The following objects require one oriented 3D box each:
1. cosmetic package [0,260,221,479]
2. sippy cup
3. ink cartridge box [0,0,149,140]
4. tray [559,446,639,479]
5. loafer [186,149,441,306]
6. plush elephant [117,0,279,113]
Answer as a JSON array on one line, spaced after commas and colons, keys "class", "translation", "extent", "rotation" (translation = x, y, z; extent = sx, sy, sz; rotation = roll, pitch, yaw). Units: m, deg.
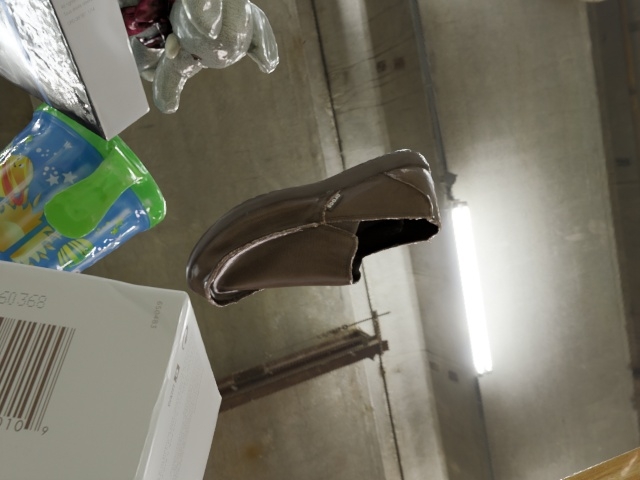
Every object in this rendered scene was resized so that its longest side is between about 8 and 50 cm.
[{"class": "cosmetic package", "translation": [-0.218, 0.164, 0.488], "extent": [0.217, 0.385, 0.156], "rotation": [9, -118, -1]}, {"class": "sippy cup", "translation": [-0.383, -0.045, 0.766], "extent": [0.240, 0.305, 0.224], "rotation": [38, -115, 6]}, {"class": "ink cartridge box", "translation": [-0.241, -0.241, 0.403], "extent": [0.165, 0.333, 0.065], "rotation": [31, -122, 18]}, {"class": "tray", "translation": [0.183, 0.339, 0.520], "extent": [0.410, 0.076, 0.203], "rotation": [-18, -52, -7]}, {"class": "loafer", "translation": [0.000, 0.000, 0.706], "extent": [0.365, 0.134, 0.130], "rotation": [-25, -121, -3]}, {"class": "plush elephant", "translation": [-0.202, -0.307, 0.750], "extent": [0.330, 0.271, 0.256], "rotation": [-42, -110, 17]}]
